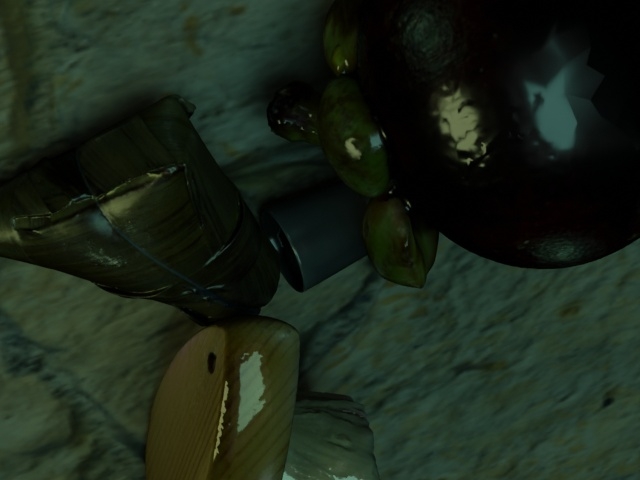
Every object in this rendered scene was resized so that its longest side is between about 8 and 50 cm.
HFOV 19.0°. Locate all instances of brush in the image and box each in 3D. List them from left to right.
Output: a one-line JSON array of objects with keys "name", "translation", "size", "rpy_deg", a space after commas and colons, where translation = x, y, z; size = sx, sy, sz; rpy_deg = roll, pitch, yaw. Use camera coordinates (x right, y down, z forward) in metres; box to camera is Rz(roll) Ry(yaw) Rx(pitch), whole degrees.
[{"name": "brush", "translation": [-0.039, 0.161, 1.598], "size": [0.166, 0.174, 0.266], "rpy_deg": [2, 137, -20]}]

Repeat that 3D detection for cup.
[{"name": "cup", "translation": [0.000, 0.000, 1.637], "size": [0.077, 0.078, 0.100], "rpy_deg": [-25, 152, -16]}]

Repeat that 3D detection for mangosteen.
[{"name": "mangosteen", "translation": [0.152, -0.118, 1.517], "size": [0.330, 0.330, 0.330], "rpy_deg": [-8, 114, -19]}]

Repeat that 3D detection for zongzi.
[{"name": "zongzi", "translation": [-0.170, 0.014, 1.564], "size": [0.242, 0.112, 0.221], "rpy_deg": [-24, 132, 11]}]
